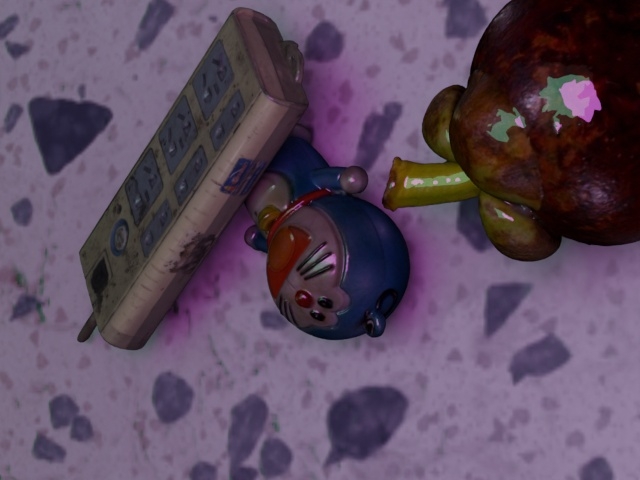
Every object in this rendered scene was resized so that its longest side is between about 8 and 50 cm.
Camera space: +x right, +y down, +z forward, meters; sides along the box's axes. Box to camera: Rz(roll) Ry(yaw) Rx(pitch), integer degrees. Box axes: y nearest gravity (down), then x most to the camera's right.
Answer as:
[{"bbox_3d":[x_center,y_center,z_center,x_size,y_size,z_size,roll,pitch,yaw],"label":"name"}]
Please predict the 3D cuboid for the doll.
[{"bbox_3d":[0.000,0.000,1.055,0.152,0.085,0.114,59,137,30],"label":"doll"}]

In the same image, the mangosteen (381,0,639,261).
[{"bbox_3d":[0.129,-0.050,0.939,0.181,0.156,0.146,-44,52,3],"label":"mangosteen"}]

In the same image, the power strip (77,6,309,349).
[{"bbox_3d":[-0.091,-0.024,1.095,0.268,0.034,0.092,-53,40,32],"label":"power strip"}]
